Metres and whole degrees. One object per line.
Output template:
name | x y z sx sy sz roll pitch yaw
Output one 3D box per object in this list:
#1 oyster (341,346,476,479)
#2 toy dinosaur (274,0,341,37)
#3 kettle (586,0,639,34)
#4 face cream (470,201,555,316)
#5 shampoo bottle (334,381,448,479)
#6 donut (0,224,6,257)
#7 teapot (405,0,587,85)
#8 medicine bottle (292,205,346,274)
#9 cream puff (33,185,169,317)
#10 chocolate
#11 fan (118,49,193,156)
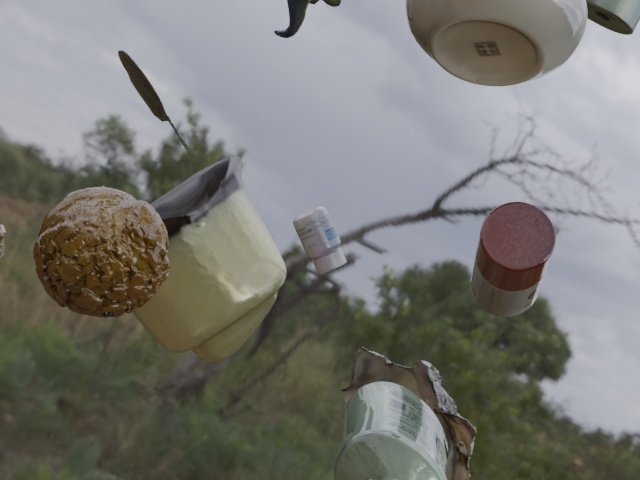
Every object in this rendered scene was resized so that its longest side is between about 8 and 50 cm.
oyster | 0.132 0.275 1.396 0.100 0.271 0.275 -17 41 -25
toy dinosaur | -0.049 -0.405 1.656 0.188 0.247 0.075 14 43 -34
kettle | 0.443 -0.379 1.611 0.098 0.148 0.127 30 3 26
face cream | 0.251 0.028 1.475 0.096 0.095 0.214 26 -15 12
shampoo bottle | 0.065 0.203 0.993 0.118 0.087 0.234 52 8 -2
donut | -0.453 -0.015 1.302 0.166 0.065 0.117 17 -6 -27
teapot | 0.202 -0.286 1.296 0.208 0.166 0.299 14 -31 32
medicine bottle | 0.000 0.000 1.584 0.052 0.052 0.089 172 -106 -83
cream puff | -0.229 0.021 1.202 0.165 0.150 0.115 16 41 -52
chocolate | -0.208 0.055 2.062 0.297 0.314 0.326 49 -31 5
fan | -0.168 -0.139 1.142 0.133 0.005 0.085 53 -14 8
